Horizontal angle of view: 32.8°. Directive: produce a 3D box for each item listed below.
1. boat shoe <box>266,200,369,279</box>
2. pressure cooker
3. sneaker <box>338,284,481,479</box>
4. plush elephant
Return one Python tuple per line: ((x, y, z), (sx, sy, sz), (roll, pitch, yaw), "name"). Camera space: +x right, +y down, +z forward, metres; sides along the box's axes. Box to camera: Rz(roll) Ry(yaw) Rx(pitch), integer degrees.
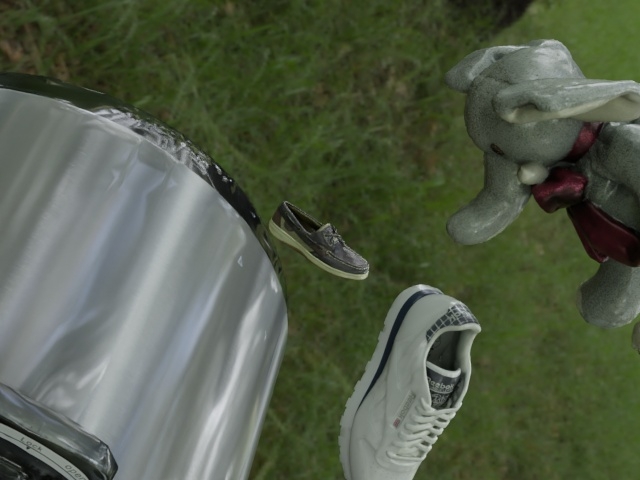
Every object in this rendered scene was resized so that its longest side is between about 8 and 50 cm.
((0.000, 0.000, 1.427), (0.056, 0.152, 0.049), (-39, 155, -62), "boat shoe")
((-0.226, 0.143, 0.677), (0.420, 0.375, 0.370), (-74, 159, -43), "pressure cooker")
((0.088, 0.164, 1.066), (0.090, 0.095, 0.235), (7, 104, -32), "sneaker")
((0.232, -0.069, 0.996), (0.272, 0.255, 0.330), (-84, -173, -78), "plush elephant")
